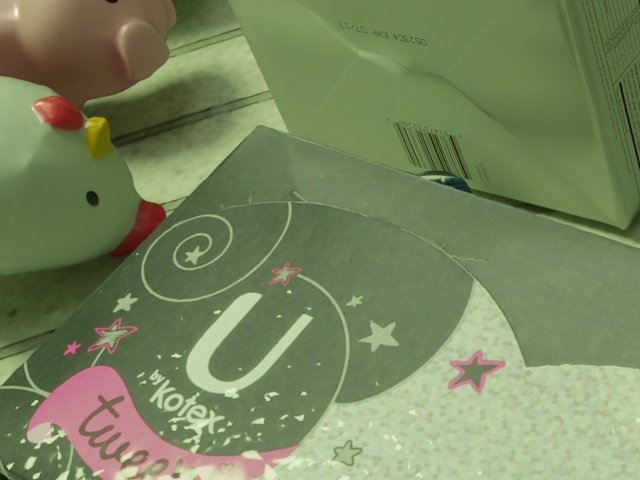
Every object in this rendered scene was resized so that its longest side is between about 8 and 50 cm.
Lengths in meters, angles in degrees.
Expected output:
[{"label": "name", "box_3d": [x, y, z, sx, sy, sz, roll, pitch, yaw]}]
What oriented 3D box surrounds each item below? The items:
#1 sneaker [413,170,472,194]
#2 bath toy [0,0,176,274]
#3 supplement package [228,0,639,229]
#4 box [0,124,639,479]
[{"label": "sneaker", "box_3d": [0.000, 0.000, 0.621, 0.135, 0.052, 0.058, -26, 37, -2]}, {"label": "bath toy", "box_3d": [-0.131, -0.116, 0.758, 0.129, 0.151, 0.348, 13, 43, -11]}, {"label": "supplement package", "box_3d": [0.092, -0.143, 0.648, 0.194, 0.149, 0.203, 19, 57, 39]}, {"label": "box", "box_3d": [0.036, 0.088, 0.440, 0.247, 0.142, 0.163, 21, 58, 40]}]
